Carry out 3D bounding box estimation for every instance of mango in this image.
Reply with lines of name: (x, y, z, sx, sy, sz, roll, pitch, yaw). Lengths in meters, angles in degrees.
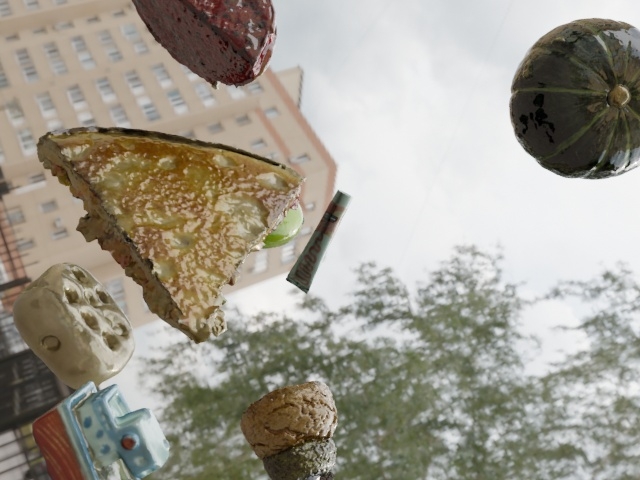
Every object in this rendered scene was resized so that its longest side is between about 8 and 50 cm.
mango: (-0.199, -0.071, 1.889, 0.192, 0.343, 0.156, -20, -119, 48)

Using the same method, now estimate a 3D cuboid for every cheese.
cheese: (-0.421, 0.140, 1.370, 0.218, 0.117, 0.235, 45, 10, -47)

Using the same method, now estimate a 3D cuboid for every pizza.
pizza: (-0.230, -0.006, 1.265, 0.130, 0.440, 0.406, 117, -26, -47)

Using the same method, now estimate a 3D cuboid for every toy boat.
toy boat: (-0.246, 0.346, 1.077, 0.145, 0.133, 0.332, -75, 142, -86)

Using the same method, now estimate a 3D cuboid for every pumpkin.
pumpkin: (0.525, -0.272, 1.577, 0.241, 0.323, 0.323, 173, -102, -77)

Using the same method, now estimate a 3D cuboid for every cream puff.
cream puff: (-0.035, 0.354, 1.411, 0.183, 0.183, 0.169, 106, -36, -57)

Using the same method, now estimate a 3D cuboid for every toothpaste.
toothpaste: (0.000, 0.000, 1.549, 0.056, 0.036, 0.205, 32, -80, 24)

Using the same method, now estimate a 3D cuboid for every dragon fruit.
dragon fruit: (-0.180, -0.379, 1.343, 0.317, 0.152, 0.205, 42, -21, 5)
